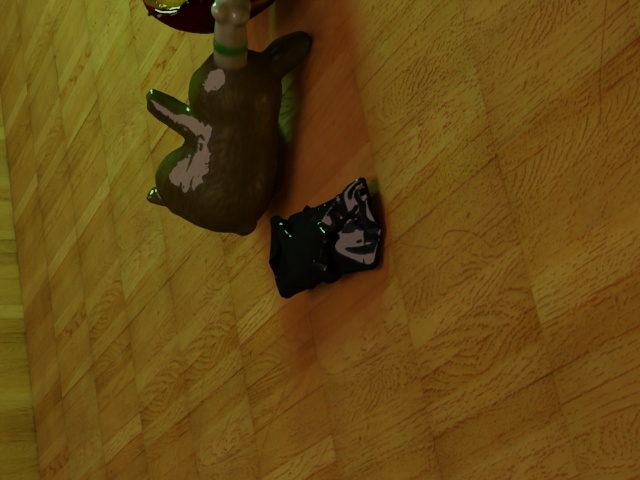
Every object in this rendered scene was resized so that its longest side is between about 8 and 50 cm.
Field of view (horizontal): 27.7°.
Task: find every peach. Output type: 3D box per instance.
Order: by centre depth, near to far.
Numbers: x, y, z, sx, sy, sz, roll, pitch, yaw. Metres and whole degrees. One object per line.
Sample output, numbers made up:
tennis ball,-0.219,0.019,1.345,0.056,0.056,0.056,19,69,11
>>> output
peach,-0.153,-0.393,1.831,0.189,0.226,0.196,66,163,-7

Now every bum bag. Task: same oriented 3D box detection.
bum bag,0.000,0.000,1.728,0.248,0.060,0.123,-28,64,59

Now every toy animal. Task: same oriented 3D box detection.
toy animal,-0.132,-0.194,1.866,0.180,0.181,0.362,32,122,44
